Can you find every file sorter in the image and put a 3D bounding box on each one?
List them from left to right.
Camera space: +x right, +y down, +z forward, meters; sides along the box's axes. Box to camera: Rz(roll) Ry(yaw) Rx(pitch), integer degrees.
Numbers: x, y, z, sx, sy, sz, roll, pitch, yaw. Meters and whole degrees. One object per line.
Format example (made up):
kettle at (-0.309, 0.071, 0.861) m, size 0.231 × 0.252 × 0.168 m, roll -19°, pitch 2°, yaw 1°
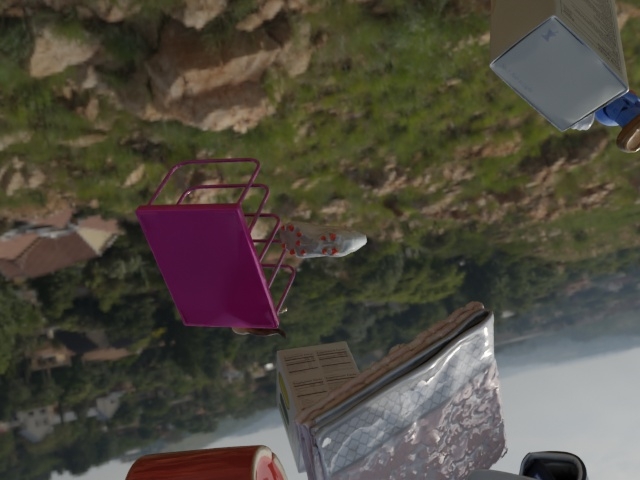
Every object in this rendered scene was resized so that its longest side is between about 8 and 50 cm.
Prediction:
file sorter at (-0.185, 0.003, 1.557) m, size 0.202 × 0.182 × 0.290 m, roll 0°, pitch 129°, yaw 19°

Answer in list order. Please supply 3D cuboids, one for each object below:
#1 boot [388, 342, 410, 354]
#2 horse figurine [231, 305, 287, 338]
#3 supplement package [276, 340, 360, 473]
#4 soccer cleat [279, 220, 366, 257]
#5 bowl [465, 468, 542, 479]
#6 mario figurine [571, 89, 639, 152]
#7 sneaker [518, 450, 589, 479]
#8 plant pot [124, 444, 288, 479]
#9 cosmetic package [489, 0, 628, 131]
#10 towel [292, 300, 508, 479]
boot at (0.194, 0.307, 1.516) m, size 0.123 × 0.258 × 0.095 m, roll -14°, pitch 147°, yaw 26°
horse figurine at (-0.205, 0.201, 2.181) m, size 0.174 × 0.066 × 0.263 m, roll -21°, pitch -148°, yaw -33°
supplement package at (0.006, 0.433, 2.121) m, size 0.198 × 0.262 × 0.199 m, roll -7°, pitch 123°, yaw -13°
soccer cleat at (0.000, 0.000, 1.485) m, size 0.076 × 0.068 × 0.196 m, roll -8°, pitch -170°, yaw -40°
bowl at (0.233, 0.357, 0.968) m, size 0.142 × 0.142 × 0.053 m, roll 10°, pitch 136°, yaw 11°
mario figurine at (0.573, -0.265, 1.637) m, size 0.170 × 0.320 × 0.198 m, roll -37°, pitch 132°, yaw 11°
sneaker at (0.305, 0.434, 1.256) m, size 0.282 × 0.099 × 0.153 m, roll -31°, pitch 136°, yaw -11°
plant pot at (-0.193, 0.503, 1.488) m, size 0.243 × 0.274 × 0.275 m, roll -18°, pitch 167°, yaw 14°
cosmetic package at (0.331, -0.321, 1.139) m, size 0.160 × 0.309 × 0.113 m, roll 36°, pitch 134°, yaw -22°
towel at (0.132, 0.284, 1.133) m, size 0.332 × 0.317 × 0.053 m, roll -29°, pitch -144°, yaw -24°
